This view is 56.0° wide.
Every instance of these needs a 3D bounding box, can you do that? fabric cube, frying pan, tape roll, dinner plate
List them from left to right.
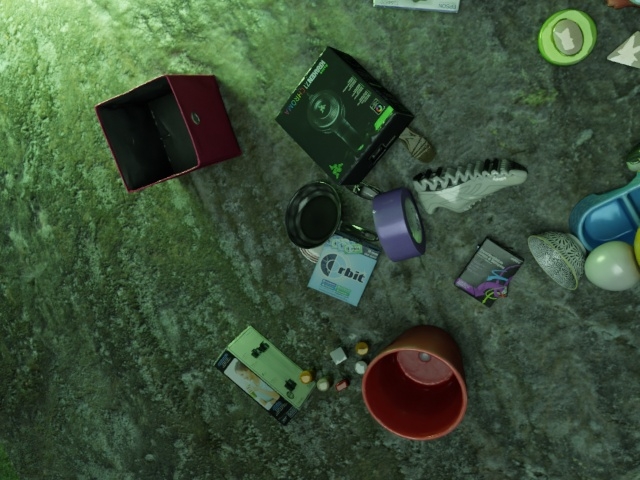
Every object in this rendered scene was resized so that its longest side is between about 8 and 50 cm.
[{"bbox_3d":[-0.418,-0.307,1.702,0.259,0.258,0.254,-16,98,23],"label":"fabric cube"},{"bbox_3d":[0.000,0.000,1.773,0.141,0.017,0.141,5,106,17],"label":"dinner plate"},{"bbox_3d":[0.035,-0.075,1.669,0.326,0.053,0.197,-6,75,35],"label":"frying pan"},{"bbox_3d":[0.210,-0.042,1.594,0.080,0.189,0.189,-16,99,22],"label":"tape roll"}]

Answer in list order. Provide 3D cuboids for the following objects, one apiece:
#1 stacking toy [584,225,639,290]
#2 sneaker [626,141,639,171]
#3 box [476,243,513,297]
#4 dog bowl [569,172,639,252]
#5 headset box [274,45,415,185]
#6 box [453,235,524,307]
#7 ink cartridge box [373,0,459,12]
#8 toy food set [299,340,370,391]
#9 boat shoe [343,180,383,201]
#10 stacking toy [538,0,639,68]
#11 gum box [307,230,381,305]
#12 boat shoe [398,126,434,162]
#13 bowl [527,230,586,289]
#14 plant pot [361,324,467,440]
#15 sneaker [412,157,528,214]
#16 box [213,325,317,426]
[{"bbox_3d":[0.818,0.003,1.305,0.480,0.350,0.350,-19,98,39],"label":"stacking toy"},{"bbox_3d":[0.891,-0.215,1.333,0.385,0.145,0.147,-18,98,24],"label":"sneaker"},{"bbox_3d":[0.465,0.081,1.627,0.094,0.027,0.137,8,108,19],"label":"box"},{"bbox_3d":[0.758,-0.064,1.459,0.297,0.074,0.166,-29,94,24],"label":"dog bowl"},{"bbox_3d":[0.066,-0.311,1.569,0.283,0.131,0.246,48,115,16],"label":"headset box"},{"bbox_3d":[0.447,0.085,1.603,0.116,0.029,0.162,33,112,8],"label":"box"},{"bbox_3d":[0.250,-0.682,1.477,0.223,0.045,0.224,12,109,16],"label":"ink cartridge box"},{"bbox_3d":[0.062,0.391,1.838,0.232,0.104,0.111,-33,79,6],"label":"toy food set"},{"bbox_3d":[0.114,-0.141,1.681,0.125,0.038,0.046,26,112,11],"label":"boat shoe"},{"bbox_3d":[0.632,-0.527,1.342,0.309,0.130,0.279,11,108,17],"label":"stacking toy"},{"bbox_3d":[0.068,0.078,1.744,0.157,0.041,0.184,22,111,2],"label":"gum box"},{"bbox_3d":[0.242,-0.267,1.603,0.153,0.048,0.056,39,108,-1],"label":"boat shoe"},{"bbox_3d":[0.609,0.033,1.510,0.080,0.170,0.170,-36,91,-3],"label":"bowl"},{"bbox_3d":[0.275,0.366,1.657,0.275,0.243,0.275,5,107,18],"label":"plant pot"},{"bbox_3d":[0.390,-0.138,1.559,0.292,0.110,0.118,-6,111,29],"label":"sneaker"},{"bbox_3d":[-0.167,0.415,1.869,0.290,0.169,0.087,39,116,4],"label":"box"}]
